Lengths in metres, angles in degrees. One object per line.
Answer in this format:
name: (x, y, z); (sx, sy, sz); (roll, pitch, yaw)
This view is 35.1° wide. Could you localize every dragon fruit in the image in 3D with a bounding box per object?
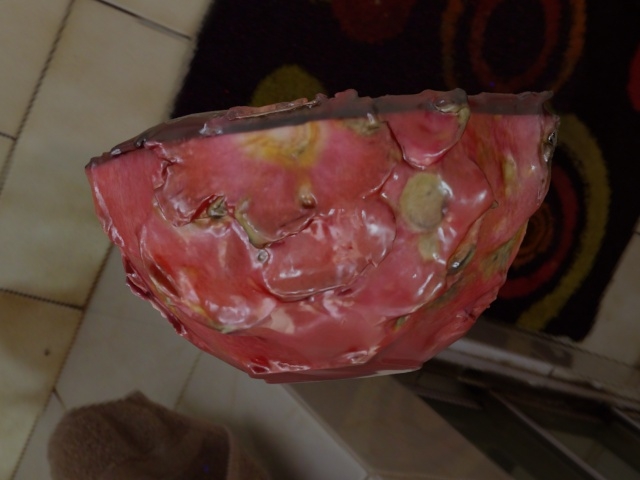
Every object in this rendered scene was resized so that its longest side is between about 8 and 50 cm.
dragon fruit: (0.000, 0.000, 0.531); (0.262, 0.163, 0.189); (-13, 113, 20)
